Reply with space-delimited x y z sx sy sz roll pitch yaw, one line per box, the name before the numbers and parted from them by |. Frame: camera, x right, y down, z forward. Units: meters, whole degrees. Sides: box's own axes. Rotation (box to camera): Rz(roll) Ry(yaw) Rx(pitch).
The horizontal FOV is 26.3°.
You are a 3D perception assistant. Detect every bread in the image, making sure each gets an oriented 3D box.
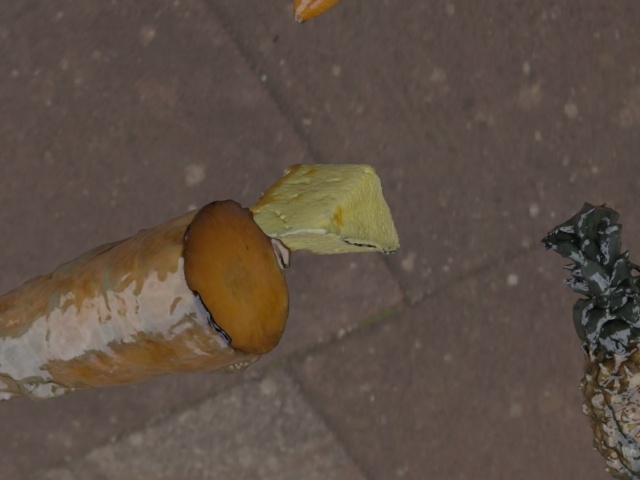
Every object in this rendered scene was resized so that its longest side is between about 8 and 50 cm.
bread | 0.000 0.000 0.950 0.084 0.109 0.080 -3 118 29

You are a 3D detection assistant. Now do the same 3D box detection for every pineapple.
pineapple | 0.208 0.066 0.900 0.108 0.108 0.198 -21 95 21

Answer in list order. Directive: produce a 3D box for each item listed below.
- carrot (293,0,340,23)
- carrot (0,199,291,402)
carrot | 0.067 -0.237 0.834 0.271 0.066 0.062 -42 102 14
carrot | -0.146 0.051 0.830 0.263 0.102 0.102 -17 117 29
